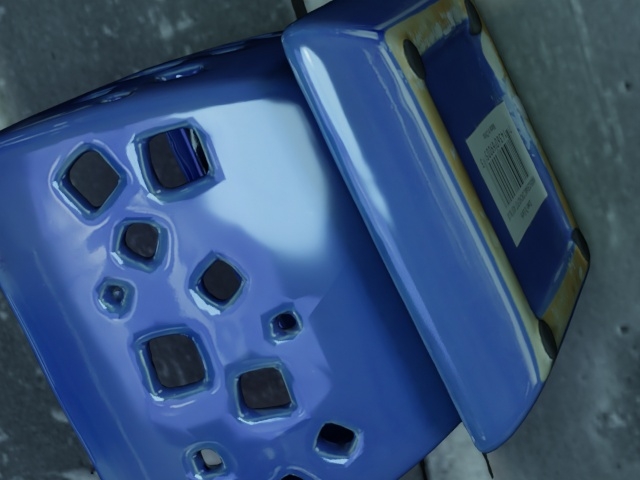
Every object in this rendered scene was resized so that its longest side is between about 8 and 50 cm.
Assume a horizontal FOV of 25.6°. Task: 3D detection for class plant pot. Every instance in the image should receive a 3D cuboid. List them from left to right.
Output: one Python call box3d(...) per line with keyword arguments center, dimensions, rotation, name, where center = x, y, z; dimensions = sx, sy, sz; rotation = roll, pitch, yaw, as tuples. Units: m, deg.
box3d(center=(0.000, 0.000, 0.700), dimensions=(0.212, 0.236, 0.236), rotation=(-23, 99, 23), name="plant pot")
